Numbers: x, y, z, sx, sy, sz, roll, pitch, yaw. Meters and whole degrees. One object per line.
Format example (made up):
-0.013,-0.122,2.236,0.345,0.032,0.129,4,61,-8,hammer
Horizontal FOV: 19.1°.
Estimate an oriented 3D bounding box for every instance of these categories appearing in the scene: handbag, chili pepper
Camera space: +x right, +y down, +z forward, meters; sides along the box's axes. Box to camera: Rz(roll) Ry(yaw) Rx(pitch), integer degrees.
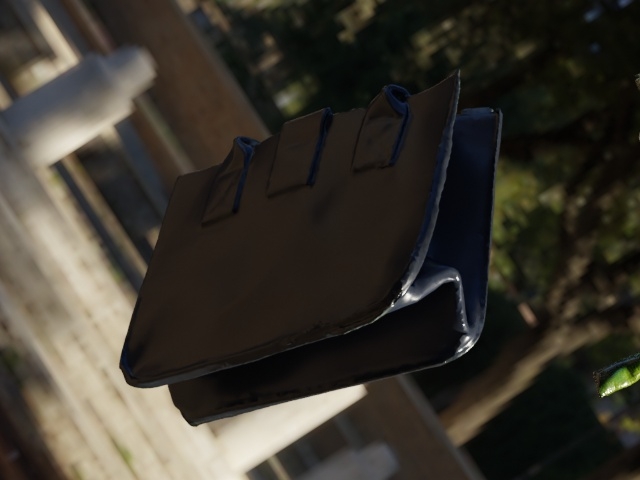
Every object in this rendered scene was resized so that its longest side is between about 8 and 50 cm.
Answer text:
0.000,0.000,1.531,0.118,0.325,0.269,39,51,-36,handbag
0.225,0.086,1.287,0.027,0.083,0.022,-71,142,-58,chili pepper

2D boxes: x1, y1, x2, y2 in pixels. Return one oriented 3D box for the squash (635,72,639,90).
0.238,-0.046,1.162,0.052,0.052,0.183,55,-2,45,squash
